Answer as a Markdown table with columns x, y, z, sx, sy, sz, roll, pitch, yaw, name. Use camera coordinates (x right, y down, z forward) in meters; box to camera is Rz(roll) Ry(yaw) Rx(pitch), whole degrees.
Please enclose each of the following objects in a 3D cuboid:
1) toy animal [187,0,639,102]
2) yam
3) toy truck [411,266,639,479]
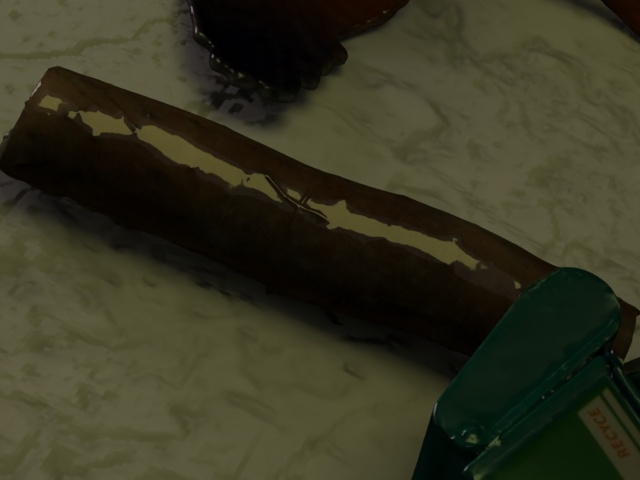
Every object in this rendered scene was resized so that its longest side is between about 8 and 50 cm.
| x | y | z | sx | sy | sz | roll | pitch | yaw | name |
| --- | --- | --- | --- | --- | --- | --- | --- | --- | --- |
| 0.091 | -0.176 | 0.773 | 0.284 | 0.225 | 0.302 | 21 | 27 | -34 | toy animal |
| 0.000 | 0.000 | 0.603 | 0.241 | 0.057 | 0.057 | 21 | 42 | -6 | yam |
| 0.120 | 0.126 | 0.495 | 0.124 | 0.114 | 0.253 | -16 | 55 | -20 | toy truck |
